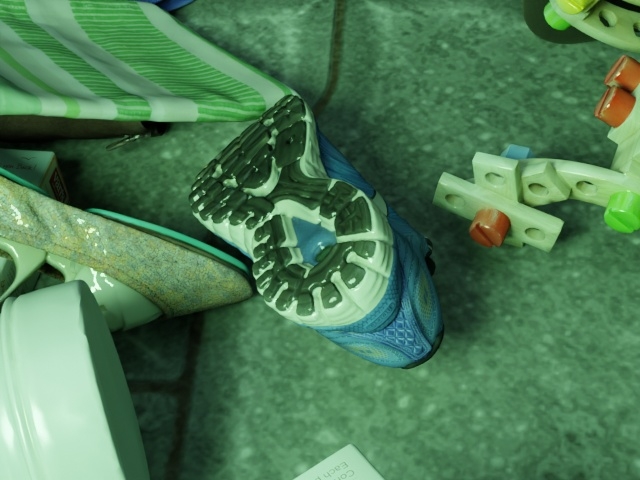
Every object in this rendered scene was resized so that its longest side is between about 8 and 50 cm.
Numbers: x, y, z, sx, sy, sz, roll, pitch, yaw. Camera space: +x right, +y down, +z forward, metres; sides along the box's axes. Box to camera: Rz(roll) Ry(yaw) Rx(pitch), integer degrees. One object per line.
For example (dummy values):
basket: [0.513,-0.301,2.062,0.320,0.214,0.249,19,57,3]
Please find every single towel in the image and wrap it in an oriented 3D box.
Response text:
towel: [-0.204,-0.163,1.064,0.325,0.038,0.248,-3,30,-45]

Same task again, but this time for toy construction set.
toy construction set: [0.235,-0.123,0.992,0.215,0.151,0.327,31,75,-8]

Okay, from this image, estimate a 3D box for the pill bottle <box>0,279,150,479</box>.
pill bottle: [-0.328,0.160,0.800,0.408,0.229,0.229,-15,48,-5]

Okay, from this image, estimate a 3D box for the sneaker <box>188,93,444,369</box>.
sneaker: [0.000,0.000,0.971,0.130,0.147,0.330,-41,33,7]

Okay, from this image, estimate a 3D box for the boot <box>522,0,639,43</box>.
boot: [0.343,-0.255,1.147,0.305,0.112,0.115,0,38,12]

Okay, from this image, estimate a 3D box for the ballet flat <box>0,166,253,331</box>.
ballet flat: [-0.210,0.016,0.954,0.316,0.107,0.106,22,70,-8]

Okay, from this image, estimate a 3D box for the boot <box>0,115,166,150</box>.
boot: [-0.254,-0.124,1.056,0.207,0.248,0.090,4,94,9]

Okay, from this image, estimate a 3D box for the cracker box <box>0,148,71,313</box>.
cracker box: [-0.320,0.023,1.027,0.156,0.067,0.232,5,51,12]

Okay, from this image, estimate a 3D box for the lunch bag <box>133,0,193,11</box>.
lunch bag: [-0.207,-0.419,1.279,0.385,0.239,0.328,-43,54,2]

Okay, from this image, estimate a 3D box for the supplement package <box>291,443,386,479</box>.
supplement package: [0.025,0.287,0.625,0.199,0.198,0.263,-30,40,-16]
